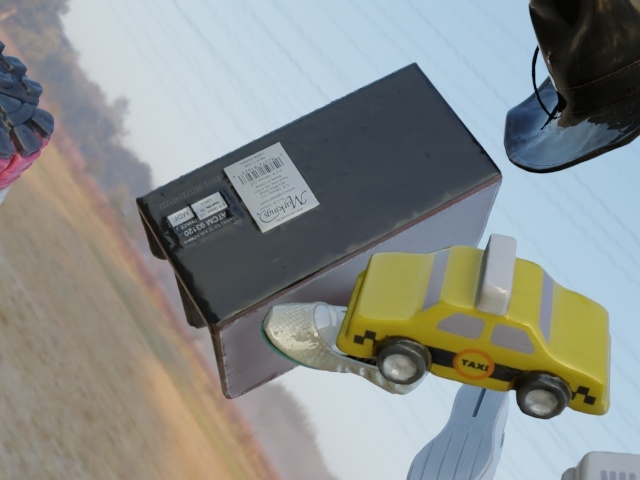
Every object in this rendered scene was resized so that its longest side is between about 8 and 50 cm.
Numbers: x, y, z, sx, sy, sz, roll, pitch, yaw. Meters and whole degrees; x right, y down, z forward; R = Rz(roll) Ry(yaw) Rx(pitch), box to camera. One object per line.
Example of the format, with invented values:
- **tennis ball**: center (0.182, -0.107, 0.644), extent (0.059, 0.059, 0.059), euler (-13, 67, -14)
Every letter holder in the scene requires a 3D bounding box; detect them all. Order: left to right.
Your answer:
- **letter holder**: center (0.000, 0.000, 1.051), extent (0.152, 0.301, 0.214), euler (56, -15, 24)

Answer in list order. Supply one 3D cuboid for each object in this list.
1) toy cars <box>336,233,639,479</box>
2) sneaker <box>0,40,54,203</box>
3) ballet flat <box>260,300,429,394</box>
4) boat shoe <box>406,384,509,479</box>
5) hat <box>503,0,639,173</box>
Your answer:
- **toy cars**: center (0.171, 0.104, 0.657), extent (0.393, 0.176, 0.087), euler (44, -38, 35)
- **sneaker**: center (-0.263, -0.109, 0.511), extent (0.299, 0.112, 0.121), euler (48, 22, 16)
- **ballet flat**: center (0.027, 0.074, 0.813), extent (0.168, 0.052, 0.057), euler (24, 39, -43)
- **boat shoe**: center (0.202, 0.301, 1.453), extent (0.109, 0.302, 0.094), euler (1, -63, 28)
- **hat**: center (0.275, -0.203, 0.960), extent (0.134, 0.331, 0.331), euler (59, -11, -16)
